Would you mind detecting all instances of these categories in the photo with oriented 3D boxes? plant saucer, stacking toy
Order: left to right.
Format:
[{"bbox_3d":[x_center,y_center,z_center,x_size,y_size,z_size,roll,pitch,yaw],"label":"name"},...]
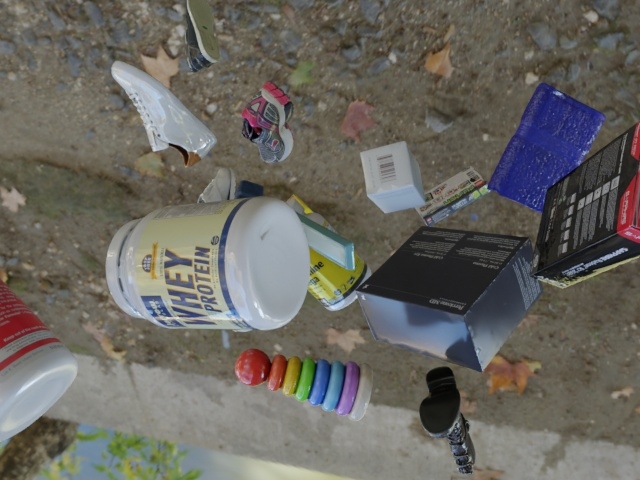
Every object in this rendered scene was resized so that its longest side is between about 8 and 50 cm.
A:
[{"bbox_3d":[-0.045,0.333,1.477,0.330,0.141,0.141,15,128,-4],"label":"stacking toy"},{"bbox_3d":[0.000,0.000,1.250,0.192,0.018,0.067,31,137,44],"label":"plant saucer"}]

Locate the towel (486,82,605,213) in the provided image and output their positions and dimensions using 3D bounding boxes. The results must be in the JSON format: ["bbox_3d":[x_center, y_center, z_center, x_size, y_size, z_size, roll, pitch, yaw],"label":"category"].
[{"bbox_3d":[0.596,-0.238,1.616,0.227,0.076,0.308,21,101,-19],"label":"towel"}]

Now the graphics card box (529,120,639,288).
[{"bbox_3d":[0.558,-0.058,1.205,0.094,0.233,0.371,19,161,-3],"label":"graphics card box"}]

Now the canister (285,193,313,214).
[{"bbox_3d":[-0.112,-0.064,2.043,0.170,0.126,0.073,-47,125,3],"label":"canister"}]

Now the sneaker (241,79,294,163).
[{"bbox_3d":[-0.143,-0.277,1.511,0.121,0.112,0.299,42,164,14],"label":"sneaker"}]

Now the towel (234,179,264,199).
[{"bbox_3d":[-0.166,-0.095,1.401,0.067,0.119,0.029,19,123,-12],"label":"towel"}]

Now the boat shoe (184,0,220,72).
[{"bbox_3d":[-0.306,-0.516,1.483,0.079,0.233,0.084,-29,151,32],"label":"boat shoe"}]

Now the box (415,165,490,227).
[{"bbox_3d":[0.379,-0.130,1.772,0.206,0.114,0.036,-31,124,8],"label":"box"}]

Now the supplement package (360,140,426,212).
[{"bbox_3d":[0.166,-0.137,1.359,0.105,0.179,0.105,-13,76,16],"label":"supplement package"}]

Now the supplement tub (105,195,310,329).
[{"bbox_3d":[-0.208,0.046,1.123,0.324,0.235,0.236,-4,122,28],"label":"supplement tub"}]

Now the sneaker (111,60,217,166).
[{"bbox_3d":[-0.381,-0.284,1.403,0.290,0.123,0.106,42,166,-24],"label":"sneaker"}]

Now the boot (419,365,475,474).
[{"bbox_3d":[0.307,0.436,1.380,0.091,0.263,0.229,-16,104,19],"label":"boot"}]

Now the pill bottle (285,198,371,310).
[{"bbox_3d":[-0.017,0.040,1.833,0.188,0.188,0.334,-32,110,34],"label":"pill bottle"}]

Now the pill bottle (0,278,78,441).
[{"bbox_3d":[-0.705,0.184,1.209,0.407,0.229,0.229,43,128,9],"label":"pill bottle"}]

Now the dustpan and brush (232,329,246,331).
[{"bbox_3d":[-0.178,0.195,1.685,0.211,0.147,0.060,8,161,47],"label":"dustpan and brush"}]

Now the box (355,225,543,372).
[{"bbox_3d":[0.326,0.131,1.546,0.343,0.312,0.179,9,130,48],"label":"box"}]

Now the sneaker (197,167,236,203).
[{"bbox_3d":[-0.284,-0.121,1.650,0.094,0.235,0.090,8,134,-13],"label":"sneaker"}]
